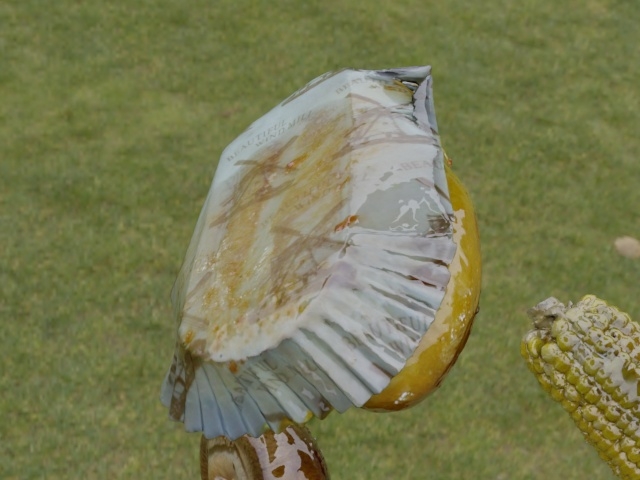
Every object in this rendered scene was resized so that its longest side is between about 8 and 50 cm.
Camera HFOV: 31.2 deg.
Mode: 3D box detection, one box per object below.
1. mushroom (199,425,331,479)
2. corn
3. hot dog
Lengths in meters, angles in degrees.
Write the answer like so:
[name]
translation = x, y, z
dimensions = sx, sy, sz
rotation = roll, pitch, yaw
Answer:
[mushroom]
translation = -0.042, 0.162, 0.718
dimensions = 0.087, 0.127, 0.127
rotation = -2, 40, -29
[corn]
translation = 0.274, 0.171, 0.889
dimensions = 0.097, 0.097, 0.320
rotation = -33, 82, -38
[hot dog]
translation = 0.000, 0.000, 0.568
dimensions = 0.162, 0.082, 0.270
rotation = -28, 27, 16
